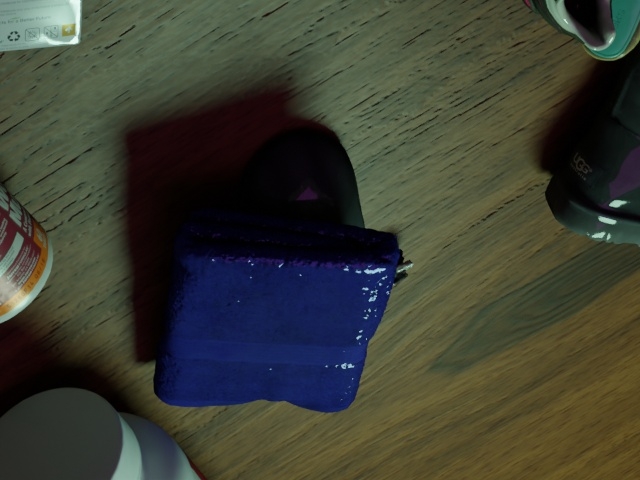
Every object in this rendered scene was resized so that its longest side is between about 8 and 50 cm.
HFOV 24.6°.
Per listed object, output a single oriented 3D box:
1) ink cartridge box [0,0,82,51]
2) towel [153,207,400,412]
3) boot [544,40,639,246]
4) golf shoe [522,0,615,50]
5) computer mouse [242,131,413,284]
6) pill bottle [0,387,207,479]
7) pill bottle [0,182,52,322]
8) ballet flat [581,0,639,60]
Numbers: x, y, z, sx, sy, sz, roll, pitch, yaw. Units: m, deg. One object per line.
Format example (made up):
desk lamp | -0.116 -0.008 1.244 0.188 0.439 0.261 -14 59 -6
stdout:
ink cartridge box | -0.287 -0.239 1.158 0.206 0.045 0.208 -9 137 -22
towel | -0.053 0.076 1.530 0.228 0.076 0.308 3 145 -9
boot | 0.486 -0.190 1.587 0.367 0.146 0.445 1 127 -33
golf shoe | 0.216 -0.291 1.333 0.105 0.120 0.273 -31 138 5
computer mouse | 0.000 0.000 1.545 0.188 0.072 0.272 -22 139 -6
pill bottle | -0.219 0.338 1.650 0.229 0.229 0.407 -29 140 0
pill bottle | -0.340 -0.025 1.290 0.121 0.121 0.221 -31 140 3
ballet flat | 0.318 -0.286 1.438 0.080 0.073 0.232 26 125 -1
